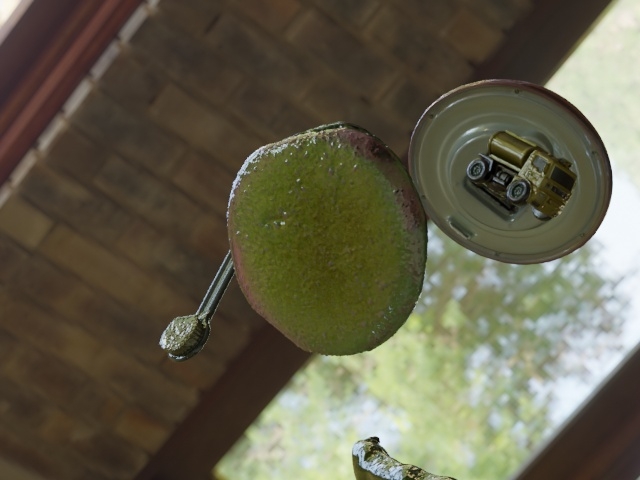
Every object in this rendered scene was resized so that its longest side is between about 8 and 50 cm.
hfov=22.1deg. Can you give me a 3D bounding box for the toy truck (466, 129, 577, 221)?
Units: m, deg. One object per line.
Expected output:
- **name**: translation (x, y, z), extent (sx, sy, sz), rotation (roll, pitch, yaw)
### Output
- **toy truck**: translation (0.171, -0.054, 1.363), extent (0.049, 0.054, 0.083), rotation (27, -175, -46)

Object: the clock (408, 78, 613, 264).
- **clock**: translation (0.220, -0.077, 1.906), extent (0.244, 0.244, 0.056), rotation (39, -143, -3)

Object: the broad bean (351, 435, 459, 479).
- **broad bean**: translation (0.085, 0.235, 1.571), extent (0.256, 0.052, 0.052), rotation (19, 133, 67)

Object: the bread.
- **bread**: translation (0.000, 0.000, 1.545), extent (0.228, 0.228, 0.033), rotation (46, -149, 19)

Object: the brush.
- **brush**: translation (-0.116, 0.035, 1.942), extent (0.027, 0.062, 0.266), rotation (50, -130, -31)
